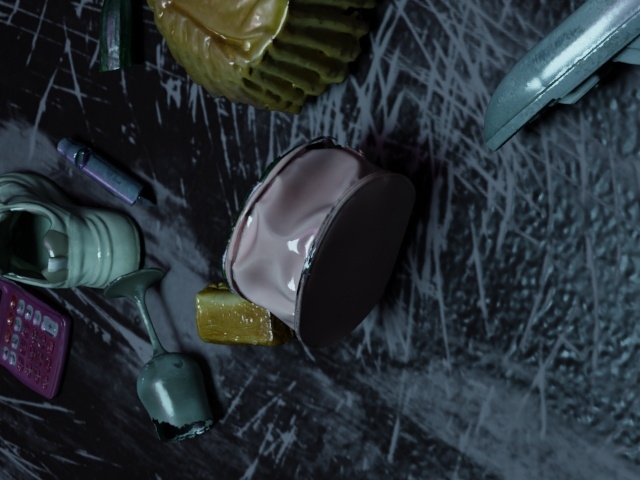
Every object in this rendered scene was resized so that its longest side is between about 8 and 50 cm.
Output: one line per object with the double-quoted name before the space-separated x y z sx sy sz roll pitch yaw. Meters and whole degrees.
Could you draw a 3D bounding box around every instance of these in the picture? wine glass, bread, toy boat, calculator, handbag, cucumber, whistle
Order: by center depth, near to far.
"toy boat" 0.233 -0.154 1.206 0.085 0.078 0.260 50 126 1
"handbag" -0.001 -0.001 1.381 0.116 0.179 0.205 34 123 28
"bread" -0.076 -0.266 1.445 0.274 0.149 0.274 1 92 39
"bread" -0.082 0.081 1.551 0.132 0.053 0.074 -5 95 44
"wine glass" -0.186 0.135 1.640 0.079 0.079 0.195 -38 67 40
"cucumber" -0.238 -0.252 1.670 0.048 0.048 0.105 7 99 44
"whistle" -0.263 -0.083 1.723 0.176 0.033 0.033 32 116 37
"calculator" -0.400 0.121 1.881 0.190 0.034 0.126 27 111 34

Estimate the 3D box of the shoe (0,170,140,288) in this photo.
"shoe" -0.373 -0.007 1.755 0.316 0.159 0.124 14 105 40
